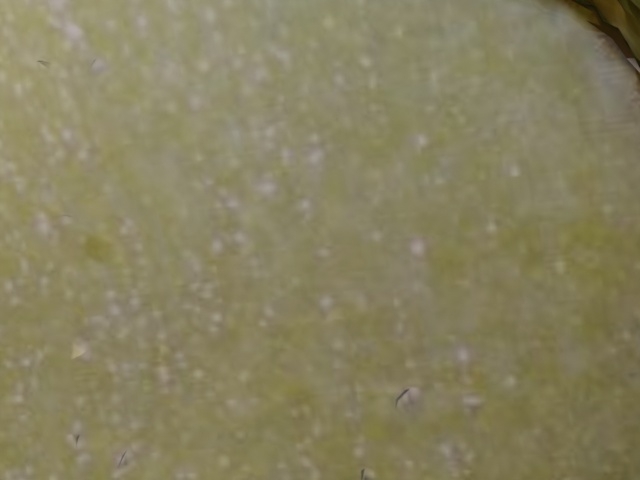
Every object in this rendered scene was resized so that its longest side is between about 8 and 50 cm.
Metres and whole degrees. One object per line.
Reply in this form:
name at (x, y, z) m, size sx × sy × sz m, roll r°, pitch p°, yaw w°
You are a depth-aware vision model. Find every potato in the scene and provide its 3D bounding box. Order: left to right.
potato at (0.000, 0.000, 0.827) m, size 0.385 × 0.442 × 0.319 m, roll -1°, pitch -165°, yaw 12°
